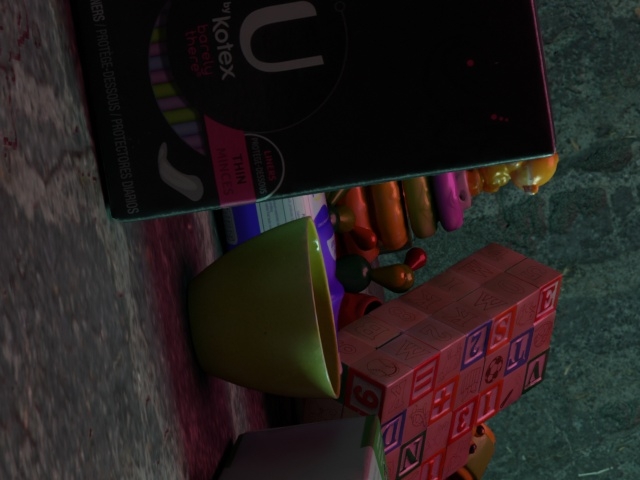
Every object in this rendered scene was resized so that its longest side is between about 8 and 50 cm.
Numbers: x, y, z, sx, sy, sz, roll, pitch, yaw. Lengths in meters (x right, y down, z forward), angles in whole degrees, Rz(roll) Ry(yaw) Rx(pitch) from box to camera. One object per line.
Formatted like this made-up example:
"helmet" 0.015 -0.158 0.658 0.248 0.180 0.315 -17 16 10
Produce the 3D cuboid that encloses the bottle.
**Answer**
"bottle" -0.037 -0.017 1.548 0.118 0.092 0.283 -76 156 -80

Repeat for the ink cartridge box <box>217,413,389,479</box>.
"ink cartridge box" 0.005 0.289 1.338 0.201 0.117 0.278 -64 145 -81

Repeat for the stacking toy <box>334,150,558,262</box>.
"stacking toy" 0.093 -0.059 1.872 0.166 0.302 0.175 70 11 -63

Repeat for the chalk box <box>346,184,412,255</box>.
"chalk box" 0.031 -0.038 2.043 0.132 0.132 0.213 -146 -134 -90

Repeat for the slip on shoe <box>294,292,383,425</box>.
"slip on shoe" 0.028 0.173 1.890 0.331 0.101 0.123 -91 172 -48

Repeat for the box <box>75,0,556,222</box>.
"box" 0.000 -0.114 1.138 0.143 0.270 0.165 -57 137 -83

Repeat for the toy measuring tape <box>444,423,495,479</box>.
"toy measuring tape" 0.108 0.228 1.991 0.330 0.121 0.121 141 -57 -69

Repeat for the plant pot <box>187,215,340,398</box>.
"plant pot" -0.044 0.055 1.334 0.134 0.095 0.134 -9 90 -85

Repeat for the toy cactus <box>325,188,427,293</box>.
"toy cactus" 0.000 0.000 1.705 0.219 0.112 0.180 46 53 -24

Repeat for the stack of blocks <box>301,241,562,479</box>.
"stack of blocks" 0.106 0.136 1.754 0.297 0.087 0.171 -28 134 -45
